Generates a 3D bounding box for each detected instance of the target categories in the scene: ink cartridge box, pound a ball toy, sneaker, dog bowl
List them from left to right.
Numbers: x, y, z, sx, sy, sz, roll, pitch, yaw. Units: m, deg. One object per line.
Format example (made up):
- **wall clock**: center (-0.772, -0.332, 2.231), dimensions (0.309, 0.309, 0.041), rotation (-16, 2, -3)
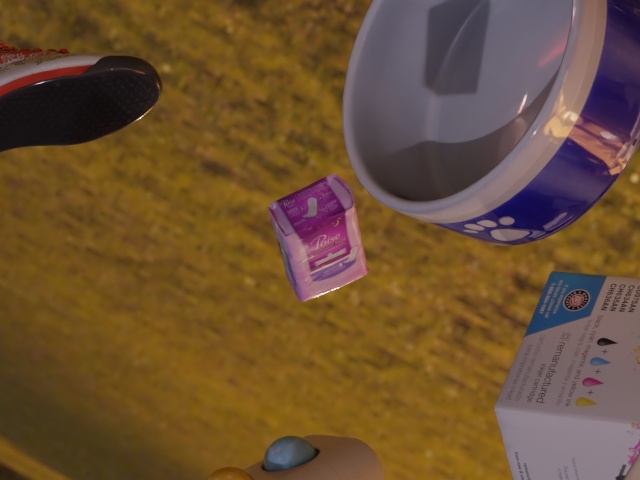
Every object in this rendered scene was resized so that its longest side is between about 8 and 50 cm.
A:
- **sneaker**: center (-0.269, -0.146, 1.517), dimensions (0.270, 0.145, 0.090), rotation (-17, 142, 12)
- **pound a ball toy**: center (-0.116, 0.284, 1.653), dimensions (0.208, 0.319, 0.136), rotation (-2, 106, 51)
- **dog bowl**: center (0.140, -0.133, 1.394), dimensions (0.104, 0.265, 0.265), rotation (21, 173, -36)
- **ink cartridge box**: center (0.291, 0.147, 1.449), dimensions (0.233, 0.171, 0.168), rotation (4, 134, 26)

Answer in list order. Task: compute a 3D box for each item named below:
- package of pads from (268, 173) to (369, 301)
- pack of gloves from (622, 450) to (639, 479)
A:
- **package of pads**: center (0.000, 0.000, 1.082), dimensions (0.032, 0.050, 0.083), rotation (58, 169, 33)
- **pack of gloves**: center (0.307, 0.135, 1.136), dimensions (0.195, 0.232, 0.046), rotation (32, 153, 0)
